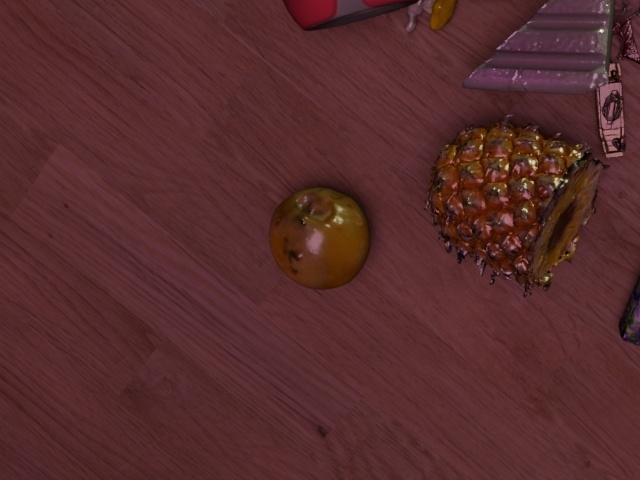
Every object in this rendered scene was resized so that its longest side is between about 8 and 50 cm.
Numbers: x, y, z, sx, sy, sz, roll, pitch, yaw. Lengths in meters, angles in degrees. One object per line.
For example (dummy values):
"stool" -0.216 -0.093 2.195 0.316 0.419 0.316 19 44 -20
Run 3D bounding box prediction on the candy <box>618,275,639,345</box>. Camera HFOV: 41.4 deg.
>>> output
"candy" 0.733 0.078 1.850 0.061 0.088 0.312 21 111 11

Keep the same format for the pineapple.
"pineapple" 0.388 -0.081 1.746 0.300 0.352 0.352 23 114 35

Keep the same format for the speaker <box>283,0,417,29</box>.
"speaker" 0.068 -0.538 1.710 0.295 0.294 0.294 4 108 12

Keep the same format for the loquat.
"loquat" 0.000 0.000 1.938 0.244 0.244 0.243 4 108 12

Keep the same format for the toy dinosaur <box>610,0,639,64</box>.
"toy dinosaur" 0.608 -0.435 1.749 0.220 0.032 0.108 42 109 -4

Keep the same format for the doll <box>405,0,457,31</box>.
"doll" 0.226 -0.500 1.805 0.113 0.071 0.135 46 116 5

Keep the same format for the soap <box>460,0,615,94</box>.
"soap" 0.441 -0.427 1.703 0.302 0.159 0.257 7 105 25

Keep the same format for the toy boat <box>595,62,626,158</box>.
"toy boat" 0.609 -0.270 1.775 0.057 0.077 0.200 -5 106 14
